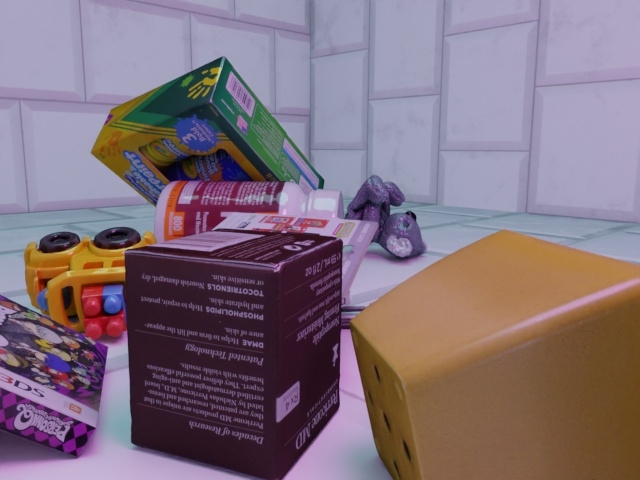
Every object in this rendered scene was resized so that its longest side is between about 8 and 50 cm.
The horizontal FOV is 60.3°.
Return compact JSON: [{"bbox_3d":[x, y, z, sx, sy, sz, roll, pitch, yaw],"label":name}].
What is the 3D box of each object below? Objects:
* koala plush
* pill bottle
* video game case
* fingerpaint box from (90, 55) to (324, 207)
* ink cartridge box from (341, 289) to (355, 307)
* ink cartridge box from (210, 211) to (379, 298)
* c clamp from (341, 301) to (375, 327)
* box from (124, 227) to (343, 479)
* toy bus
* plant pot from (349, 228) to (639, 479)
[{"bbox_3d":[0.188,-0.032,1.507,0.221,0.203,0.196,41,16,19],"label":"koala plush"},{"bbox_3d":[-0.150,-0.023,1.245,0.392,0.224,0.224,1,10,8],"label":"pill bottle"},{"bbox_3d":[-0.340,0.124,0.599,0.210,0.042,0.232,33,-2,-20],"label":"video game case"},{"bbox_3d":[-0.263,-0.181,1.379,0.371,0.163,0.445,-13,-40,27],"label":"fingerpaint box"},{"bbox_3d":[0.019,0.101,0.972,0.083,0.028,0.048,-15,21,-43],"label":"ink cartridge box"},{"bbox_3d":[-0.064,0.067,0.837,0.272,0.130,0.309,3,21,15],"label":"ink cartridge box"},{"bbox_3d":[0.042,0.125,0.969,0.161,0.022,0.137,0,9,3],"label":"c clamp"},{"bbox_3d":[-0.081,0.099,0.573,0.167,0.203,0.168,4,11,21],"label":"box"},{"bbox_3d":[-0.379,0.087,0.902,0.220,0.149,0.211,-4,26,-11],"label":"toy bus"},{"bbox_3d":[0.142,0.128,0.469,0.187,0.212,0.212,-15,12,-11],"label":"plant pot"}]
